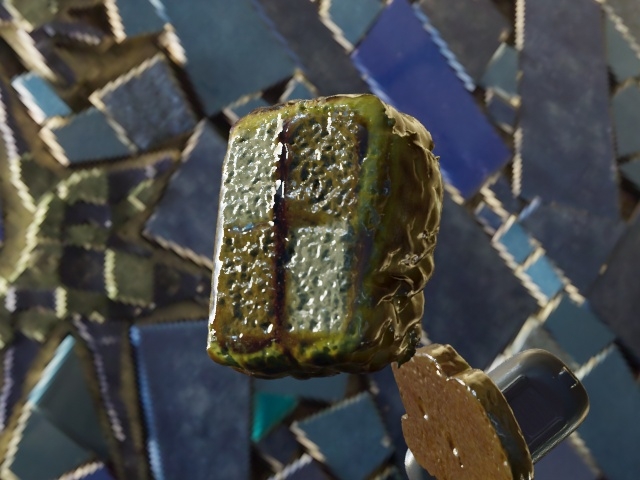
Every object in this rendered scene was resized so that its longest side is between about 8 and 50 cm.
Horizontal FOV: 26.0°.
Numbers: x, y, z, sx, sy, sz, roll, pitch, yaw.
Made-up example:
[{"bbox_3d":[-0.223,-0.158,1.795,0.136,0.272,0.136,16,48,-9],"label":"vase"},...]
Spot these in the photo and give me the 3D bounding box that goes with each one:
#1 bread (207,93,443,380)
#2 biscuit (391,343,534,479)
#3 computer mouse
[{"bbox_3d":[0.000,0.000,1.087,0.181,0.222,0.096,-1,169,33],"label":"bread"},{"bbox_3d":[0.148,0.203,1.427,0.209,0.041,0.290,67,164,2],"label":"biscuit"},{"bbox_3d":[0.206,0.226,1.629,0.120,0.232,0.057,47,-170,-2],"label":"computer mouse"}]
